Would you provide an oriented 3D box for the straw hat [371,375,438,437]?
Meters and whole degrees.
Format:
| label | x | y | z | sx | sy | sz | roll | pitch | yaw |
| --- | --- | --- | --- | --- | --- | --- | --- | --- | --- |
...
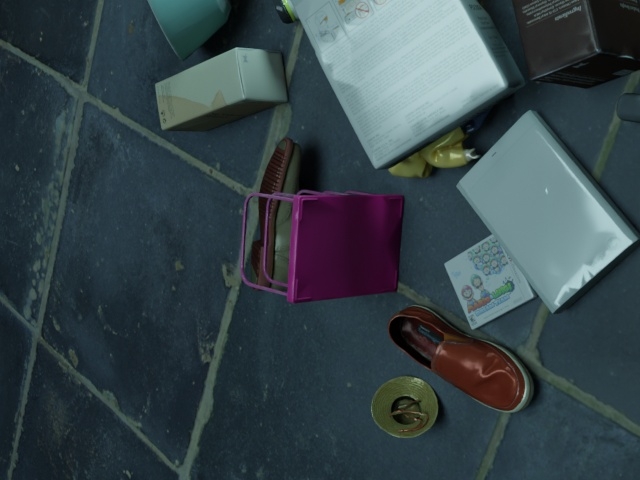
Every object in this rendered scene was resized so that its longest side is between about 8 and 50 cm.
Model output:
| label | x | y | z | sx | sy | sz | roll | pitch | yaw |
| --- | --- | --- | --- | --- | --- | --- | --- | --- | --- |
| straw hat | 0.176 | 0.353 | 1.900 | 0.144 | 0.144 | 0.061 | 33 | 157 | 38 |

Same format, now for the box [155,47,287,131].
| label | x | y | z | sx | sy | sz | roll | pitch | yaw |
| --- | --- | --- | --- | --- | --- | --- | --- | --- | --- |
| box | -0.236 | -0.350 | 2.201 | 0.311 | 0.148 | 0.121 | -12 | 86 | 45 |

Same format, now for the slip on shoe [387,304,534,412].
| label | x | y | z | sx | sy | sz | roll | pitch | yaw |
| --- | --- | --- | --- | --- | --- | --- | --- | --- | --- |
| slip on shoe | 0.259 | 0.227 | 1.789 | 0.331 | 0.101 | 0.123 | 33 | 113 | 36 |

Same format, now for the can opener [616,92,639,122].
| label | x | y | z | sx | sy | sz | roll | pitch | yaw |
| --- | --- | --- | --- | --- | --- | --- | --- | --- | --- |
| can opener | 0.597 | -0.168 | 1.454 | 0.283 | 0.076 | 0.095 | 16 | 103 | 43 |

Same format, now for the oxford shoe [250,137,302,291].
| label | x | y | z | sx | sy | sz | roll | pitch | yaw |
| --- | --- | --- | --- | --- | --- | --- | --- | --- | --- |
| oxford shoe | -0.071 | -0.055 | 2.086 | 0.123 | 0.130 | 0.348 | -131 | 49 | -67 |

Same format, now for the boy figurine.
| label | x | y | z | sx | sy | sz | roll | pitch | yaw |
| --- | --- | --- | --- | --- | --- | --- | --- | --- | --- |
| boy figurine | 0.240 | -0.208 | 1.786 | 0.285 | 0.092 | 0.177 | -51 | 60 | 35 |

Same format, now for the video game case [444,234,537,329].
| label | x | y | z | sx | sy | sz | roll | pitch | yaw |
| --- | --- | --- | --- | --- | --- | --- | --- | --- | --- |
| video game case | 0.320 | 0.074 | 1.776 | 0.157 | 0.019 | 0.143 | -36 | 68 | 40 |

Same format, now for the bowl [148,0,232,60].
| label | x | y | z | sx | sy | sz | roll | pitch | yaw |
| --- | --- | --- | --- | --- | --- | --- | --- | --- | --- |
| bowl | -0.315 | -0.595 | 2.190 | 0.163 | 0.311 | 0.311 | -22 | 74 | 4 |

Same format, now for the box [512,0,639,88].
| label | x | y | z | sx | sy | sz | roll | pitch | yaw |
| --- | --- | --- | --- | --- | --- | --- | --- | --- | --- |
| box | 0.407 | -0.455 | 1.542 | 0.143 | 0.191 | 0.381 | -20 | 78 | 43 |

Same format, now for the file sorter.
| label | x | y | z | sx | sy | sz | roll | pitch | yaw |
| --- | --- | --- | --- | --- | --- | --- | --- | --- | --- |
| file sorter | 0.000 | 0.000 | 1.897 | 0.182 | 0.290 | 0.202 | 12 | 101 | 46 |

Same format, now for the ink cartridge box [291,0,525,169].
| label | x | y | z | sx | sy | sz | roll | pitch | yaw |
| --- | --- | --- | --- | --- | --- | --- | --- | --- | --- |
| ink cartridge box | 0.146 | -0.367 | 1.701 | 0.308 | 0.091 | 0.385 | -30 | 83 | 35 |

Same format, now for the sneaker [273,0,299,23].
| label | x | y | z | sx | sy | sz | roll | pitch | yaw |
| --- | --- | --- | --- | --- | --- | --- | --- | --- | --- |
| sneaker | -0.067 | -0.588 | 2.088 | 0.097 | 0.084 | 0.235 | -20 | 73 | 10 |

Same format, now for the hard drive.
| label | x | y | z | sx | sy | sz | roll | pitch | yaw |
| --- | --- | --- | --- | --- | --- | --- | --- | --- | --- |
| hard drive | 0.399 | -0.052 | 1.667 | 0.203 | 0.040 | 0.307 | -48 | 60 | 29 |
